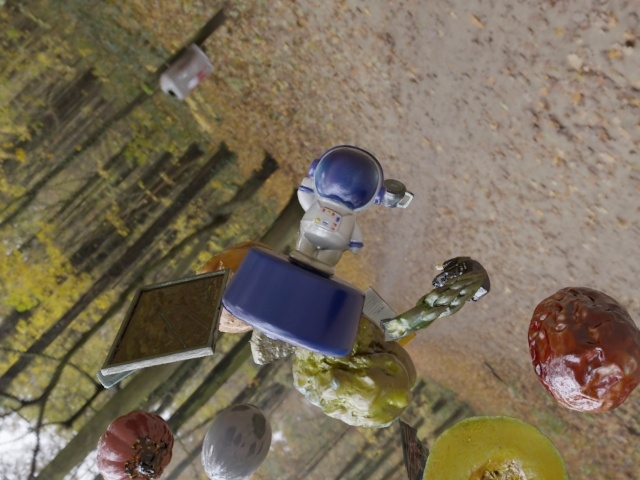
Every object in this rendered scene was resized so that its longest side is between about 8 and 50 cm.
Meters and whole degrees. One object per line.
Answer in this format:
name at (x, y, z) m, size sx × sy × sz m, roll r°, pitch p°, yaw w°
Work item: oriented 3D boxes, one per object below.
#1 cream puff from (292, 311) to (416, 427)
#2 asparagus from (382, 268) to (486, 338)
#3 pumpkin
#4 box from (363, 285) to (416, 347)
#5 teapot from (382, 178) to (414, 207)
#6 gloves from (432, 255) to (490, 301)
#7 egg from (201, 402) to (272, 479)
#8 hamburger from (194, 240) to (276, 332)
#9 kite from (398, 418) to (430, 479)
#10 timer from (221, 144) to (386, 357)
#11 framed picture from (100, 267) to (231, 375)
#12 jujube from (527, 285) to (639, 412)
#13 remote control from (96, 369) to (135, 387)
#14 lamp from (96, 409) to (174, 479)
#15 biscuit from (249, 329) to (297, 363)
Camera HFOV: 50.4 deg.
cream puff at (0.102, 0.332, 1.895) m, size 0.378 × 0.276 × 0.378 m, roll 15°, pitch -168°, yaw -3°
asparagus at (0.270, 0.153, 1.595) m, size 0.080 × 0.287 × 0.080 m, roll 50°, pitch -165°, yaw -19°
pumpkin at (0.395, 0.577, 1.617) m, size 0.332 × 0.332 × 0.199 m, roll 43°, pitch 170°, yaw 7°
box at (0.207, 0.286, 2.361) m, size 0.247 × 0.129 × 0.033 m, roll 47°, pitch 177°, yaw 26°
teapot at (0.189, -0.112, 1.707) m, size 0.087 × 0.066 × 0.057 m, roll 19°, pitch 131°, yaw 8°
gloves at (0.430, 0.133, 2.152) m, size 0.124 × 0.203 × 0.164 m, roll -10°, pitch -110°, yaw -45°
egg at (-0.228, 0.552, 1.841) m, size 0.176 × 0.232 × 0.176 m, roll 15°, pitch 133°, yaw 16°
hamburger at (-0.260, 0.154, 2.176) m, size 0.290 × 0.314 × 0.170 m, roll 57°, pitch -170°, yaw -26°
kite at (0.331, 0.668, 1.909) m, size 0.014 × 0.368 × 0.406 m, roll -31°, pitch 100°, yaw 43°
timer at (0.000, 0.000, 1.299) m, size 0.270 × 0.384 × 0.270 m, roll 22°, pitch 180°, yaw 0°
framed picture at (-0.340, 0.174, 1.555) m, size 0.335 × 0.247 × 0.022 m, roll -92°, pitch -11°, yaw -63°
jujube at (0.416, 0.167, 1.072) m, size 0.174 × 0.174 × 0.250 m, roll 43°, pitch -168°, yaw 2°
remote control at (-0.479, 0.307, 1.654) m, size 0.053 × 0.124 × 0.018 m, roll 41°, pitch 150°, yaw 27°
lamp at (-0.412, 0.476, 1.535) m, size 0.140 × 0.182 × 0.182 m, roll 6°, pitch 148°, yaw 45°
biscuit at (-0.131, 0.326, 2.483) m, size 0.084 × 0.281 × 0.179 m, roll 3°, pitch 107°, yaw 59°
